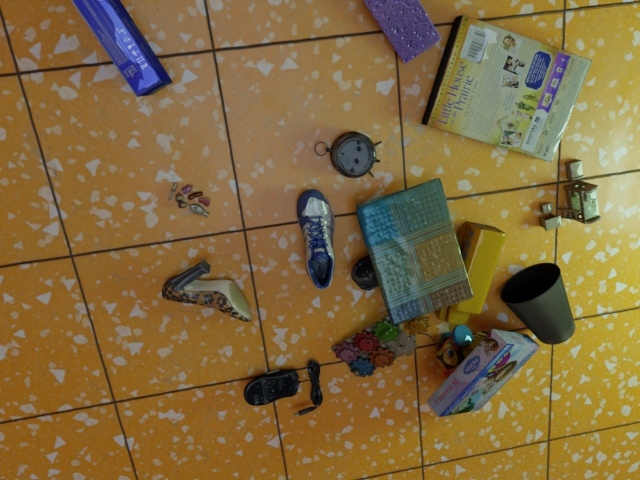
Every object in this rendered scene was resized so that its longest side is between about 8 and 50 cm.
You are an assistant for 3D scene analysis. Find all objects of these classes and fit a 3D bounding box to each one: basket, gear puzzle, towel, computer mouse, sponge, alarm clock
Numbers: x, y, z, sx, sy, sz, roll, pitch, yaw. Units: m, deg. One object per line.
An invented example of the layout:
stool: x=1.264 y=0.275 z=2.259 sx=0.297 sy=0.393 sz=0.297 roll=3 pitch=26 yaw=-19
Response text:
basket: x=0.725 y=0.219 z=1.590 sx=0.204 sy=0.154 sz=0.227 roll=-34 pitch=112 yaw=4
gear puzzle: x=0.209 y=0.333 z=1.547 sx=0.338 sy=0.044 sz=0.175 roll=-35 pitch=109 yaw=23
towel: x=0.276 y=0.031 z=1.426 sx=0.271 sy=0.040 sz=0.371 roll=-17 pitch=92 yaw=-6
computer mouse: x=-0.119 y=0.501 z=1.602 sx=0.261 sy=0.060 sz=0.184 roll=-15 pitch=105 yaw=-16
sponge: x=0.218 y=-0.585 z=1.284 sx=0.117 sy=0.031 sz=0.210 roll=-31 pitch=126 yaw=22
alarm clock: x=0.076 y=-0.248 z=1.396 sx=0.191 sy=0.064 sz=0.130 roll=9 pitch=106 yaw=-8

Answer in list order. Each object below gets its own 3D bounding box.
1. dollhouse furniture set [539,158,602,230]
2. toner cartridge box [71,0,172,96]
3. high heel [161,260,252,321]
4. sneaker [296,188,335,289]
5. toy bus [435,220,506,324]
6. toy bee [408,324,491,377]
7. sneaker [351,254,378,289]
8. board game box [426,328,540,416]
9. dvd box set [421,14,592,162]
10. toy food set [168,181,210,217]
dollhouse furniture set: x=0.763 y=-0.134 z=1.507 sx=0.160 sy=0.101 sz=0.182 roll=-19 pitch=109 yaw=-2
toner cartridge box: x=-0.500 y=-0.521 z=1.172 sx=0.075 sy=0.165 sz=0.348 roll=-31 pitch=108 yaw=2
high heel: x=-0.342 y=0.186 z=1.472 sx=0.186 sy=0.093 sz=0.261 roll=-29 pitch=119 yaw=20
sneaker: x=0.000 y=0.000 z=1.424 sx=0.111 sy=0.131 sz=0.297 roll=-11 pitch=107 yaw=-3
toy bus: x=0.464 y=0.112 z=1.524 sx=0.108 sy=0.130 sz=0.333 roll=10 pitch=105 yaw=-11
toy bee: x=0.435 y=0.367 z=1.584 sx=0.297 sy=0.162 sz=0.195 roll=-2 pitch=152 yaw=1
sneaker: x=0.213 y=0.055 z=1.505 sx=0.267 sy=0.101 sz=0.106 roll=-35 pitch=139 yaw=-4
board game box: x=0.530 y=0.427 z=1.562 sx=0.317 sy=0.066 sz=0.319 roll=16 pitch=116 yaw=-48
dvd box set: x=0.534 y=-0.427 z=1.405 sx=0.419 sy=0.062 sz=0.308 roll=12 pitch=105 yaw=-12
toy food set: x=-0.369 y=-0.118 z=1.391 sx=0.122 sy=0.019 sz=0.078 roll=21 pitch=103 yaw=-14
